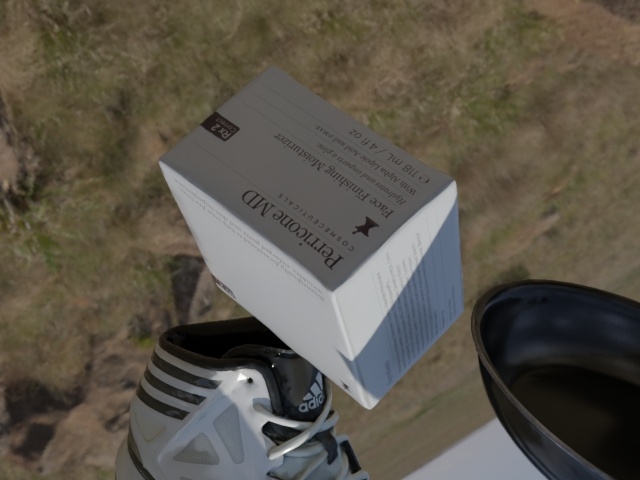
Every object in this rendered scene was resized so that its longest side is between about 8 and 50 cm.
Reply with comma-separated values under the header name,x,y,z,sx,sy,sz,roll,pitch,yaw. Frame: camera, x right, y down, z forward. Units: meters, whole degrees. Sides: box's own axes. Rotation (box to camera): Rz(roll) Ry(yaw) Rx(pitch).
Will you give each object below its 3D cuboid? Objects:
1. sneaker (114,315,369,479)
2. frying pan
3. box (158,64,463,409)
name,x,y,z,sx,sy,sz,roll,pitch,yaw
sneaker,-0.010,0.233,0.837,0.169,0.447,0.258,-33,146,-47
frying pan,0.217,0.105,0.414,0.197,0.326,0.053,-55,166,-66
box,0.000,0.000,0.686,0.119,0.181,0.182,-43,149,-18
